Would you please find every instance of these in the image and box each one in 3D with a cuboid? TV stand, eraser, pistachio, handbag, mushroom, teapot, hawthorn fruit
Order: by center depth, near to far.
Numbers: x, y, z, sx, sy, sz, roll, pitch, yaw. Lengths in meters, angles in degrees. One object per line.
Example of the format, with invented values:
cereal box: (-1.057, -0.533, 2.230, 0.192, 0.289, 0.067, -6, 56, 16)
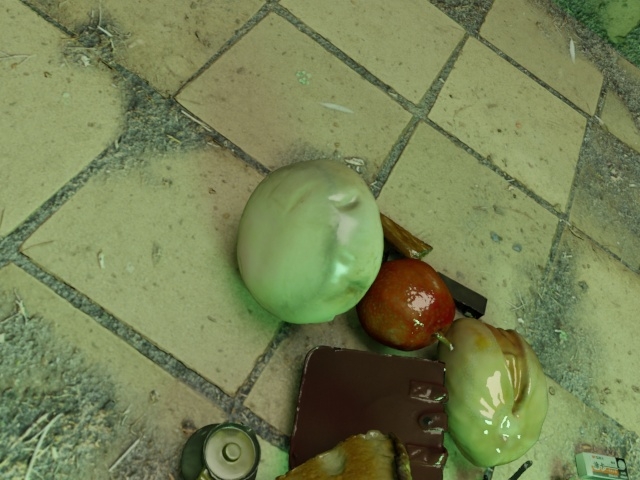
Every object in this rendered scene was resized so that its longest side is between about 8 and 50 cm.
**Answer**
teapot: (-0.168, 0.366, 1.089, 0.130, 0.119, 0.165, 44, 51, 5)
handbag: (0.090, 0.323, 1.215, 0.275, 0.084, 0.260, 6, 53, 7)
mushroom: (-0.025, -0.016, 1.304, 0.315, 0.315, 0.356, 24, 23, -12)
pistachio: (0.326, 0.291, 1.336, 0.229, 0.230, 0.309, 18, 38, -17)
hawthorn fruit: (0.182, 0.144, 1.346, 0.196, 0.197, 0.225, -18, 42, -35)
eraser: (0.614, 0.494, 1.474, 0.122, 0.029, 0.052, 14, 55, -19)
TV stand: (0.257, 0.100, 1.532, 0.256, 0.040, 0.049, 28, 53, -9)

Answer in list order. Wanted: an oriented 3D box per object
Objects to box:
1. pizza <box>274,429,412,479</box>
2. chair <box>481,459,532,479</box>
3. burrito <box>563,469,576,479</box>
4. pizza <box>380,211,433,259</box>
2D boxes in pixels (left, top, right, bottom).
pizza: (-0.020, 0.441, 0.913, 0.434, 0.392, 0.080, -27, 105, -10)
chair: (0.304, 0.515, 1.230, 0.213, 0.149, 0.174, -22, 77, -31)
burrito: (0.577, 0.593, 1.376, 0.275, 0.059, 0.082, 50, 44, 8)
pizza: (0.192, -0.002, 1.552, 0.176, 0.036, 0.185, 15, 25, -51)
